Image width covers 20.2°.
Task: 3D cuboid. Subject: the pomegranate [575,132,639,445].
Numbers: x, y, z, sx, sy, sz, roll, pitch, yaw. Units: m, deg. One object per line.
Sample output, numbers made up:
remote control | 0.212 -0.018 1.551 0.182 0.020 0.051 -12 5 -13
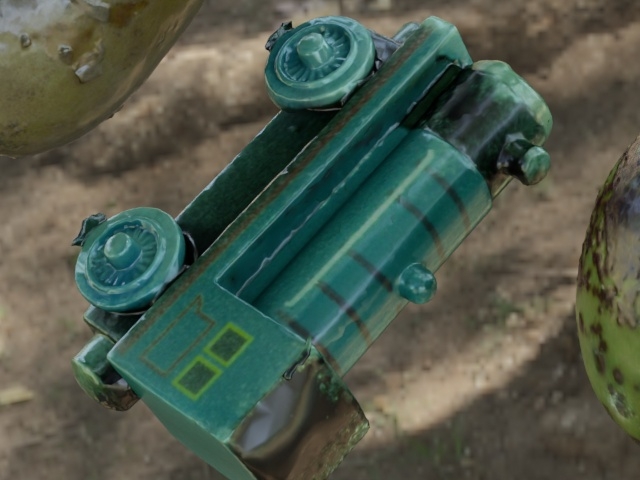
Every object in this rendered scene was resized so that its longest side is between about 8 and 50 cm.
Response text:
pomegranate | 0.230 -0.008 0.885 0.222 0.204 0.277 -7 44 2

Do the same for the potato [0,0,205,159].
potato | -0.136 -0.160 1.020 0.165 0.165 0.262 17 58 31

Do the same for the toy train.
toy train | 0.000 0.000 1.012 0.298 0.120 0.194 -47 47 -14
